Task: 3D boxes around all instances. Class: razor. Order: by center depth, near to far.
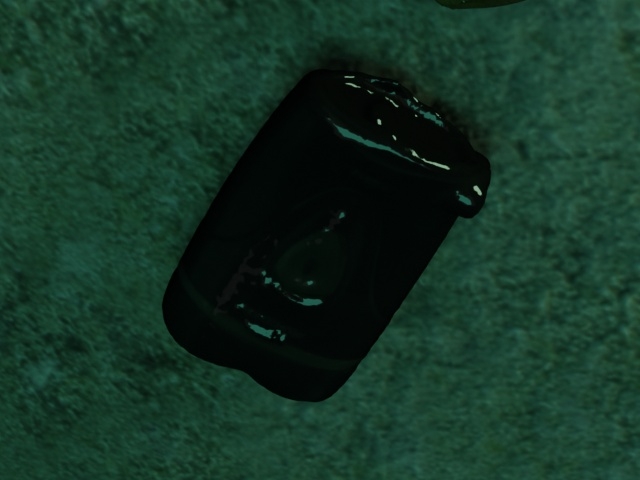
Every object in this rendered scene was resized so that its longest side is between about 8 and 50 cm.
[{"bbox_3d":[0.000,0.000,1.474,0.204,0.113,0.349,29,127,-8],"label":"razor"}]

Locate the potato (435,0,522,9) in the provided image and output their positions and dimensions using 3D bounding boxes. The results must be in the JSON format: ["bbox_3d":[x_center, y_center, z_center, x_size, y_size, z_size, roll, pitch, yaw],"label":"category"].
[{"bbox_3d":[0.149,-0.236,1.267,0.172,0.089,0.100,-6,122,22],"label":"potato"}]
